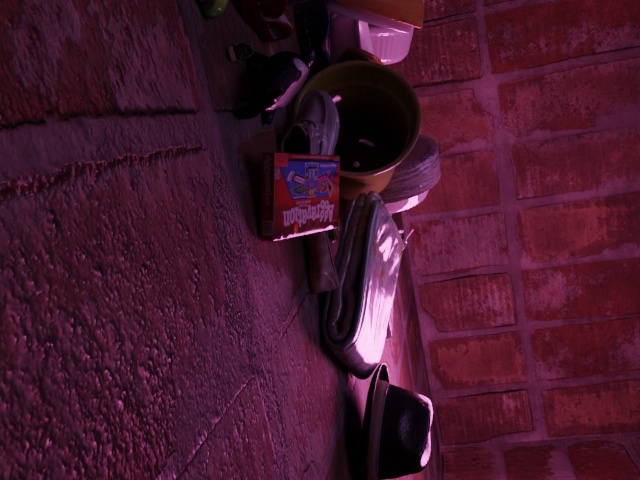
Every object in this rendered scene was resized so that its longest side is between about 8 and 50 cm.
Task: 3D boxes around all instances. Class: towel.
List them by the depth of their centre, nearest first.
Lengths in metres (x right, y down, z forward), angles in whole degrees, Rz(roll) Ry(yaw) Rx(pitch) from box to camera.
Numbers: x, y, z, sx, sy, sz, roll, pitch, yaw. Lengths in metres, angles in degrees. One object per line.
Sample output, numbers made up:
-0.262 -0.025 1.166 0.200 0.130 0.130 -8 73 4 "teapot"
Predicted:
0.110 0.113 1.575 0.320 0.090 0.374 55 46 -61 "towel"

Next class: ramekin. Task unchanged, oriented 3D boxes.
0.164 -0.647 2.134 0.273 0.273 0.127 -77 169 -59 "ramekin"

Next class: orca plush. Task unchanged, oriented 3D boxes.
-0.098 -0.277 1.162 0.151 0.102 0.287 -52 -174 36 "orca plush"

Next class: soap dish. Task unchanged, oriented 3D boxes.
0.113 -0.653 1.731 0.118 0.291 0.229 -62 -143 31 "soap dish"

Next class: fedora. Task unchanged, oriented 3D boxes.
0.190 0.460 1.621 0.334 0.152 0.334 4 90 -78 "fedora"

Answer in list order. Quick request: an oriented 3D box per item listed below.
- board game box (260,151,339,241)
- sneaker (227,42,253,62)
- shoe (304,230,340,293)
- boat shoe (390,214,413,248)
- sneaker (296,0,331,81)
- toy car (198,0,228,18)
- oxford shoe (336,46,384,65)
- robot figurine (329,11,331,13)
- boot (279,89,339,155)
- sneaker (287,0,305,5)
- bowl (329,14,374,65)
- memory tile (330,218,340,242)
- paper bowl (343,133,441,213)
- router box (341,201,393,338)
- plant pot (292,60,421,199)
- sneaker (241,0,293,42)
-0.029 -0.083 1.204 0.281 0.027 0.145 -14 108 -66 "board game box"
-0.124 -0.305 1.090 0.083 0.035 0.031 -68 148 -67 "sneaker"
0.000 0.000 1.396 0.076 0.058 0.219 21 61 -76 "shoe"
0.231 -0.009 2.225 0.136 0.156 0.367 -41 121 -75 "boat shoe"
-0.013 -0.479 1.646 0.087 0.083 0.221 -70 159 -79 "sneaker"
-0.162 -0.436 0.960 0.239 0.053 0.225 -59 139 -71 "toy car"
0.076 -0.339 1.648 0.363 0.130 0.132 100 13 -73 "oxford shoe"
0.027 -0.749 1.868 0.158 0.128 0.219 -108 -177 -69 "robot figurine"
-0.022 -0.206 1.330 0.123 0.095 0.258 52 37 -66 "boot"
-0.079 -0.610 1.281 0.315 0.127 0.182 48 37 -66 "sneaker"
0.075 -0.508 1.901 0.298 0.134 0.298 -8 90 -78 "bowl"
0.027 -0.079 1.682 0.113 0.012 0.148 -69 148 -66 "memory tile"
0.187 -0.175 1.833 0.284 0.284 0.148 -75 155 -61 "paper bowl"
0.144 0.067 1.951 0.301 0.082 0.335 -78 156 -58 "router box"
0.084 -0.221 1.535 0.254 0.276 0.276 79 6 -70 "plant pot"
-0.108 -0.454 1.203 0.221 0.087 0.128 81 -6 -81 "sneaker"
